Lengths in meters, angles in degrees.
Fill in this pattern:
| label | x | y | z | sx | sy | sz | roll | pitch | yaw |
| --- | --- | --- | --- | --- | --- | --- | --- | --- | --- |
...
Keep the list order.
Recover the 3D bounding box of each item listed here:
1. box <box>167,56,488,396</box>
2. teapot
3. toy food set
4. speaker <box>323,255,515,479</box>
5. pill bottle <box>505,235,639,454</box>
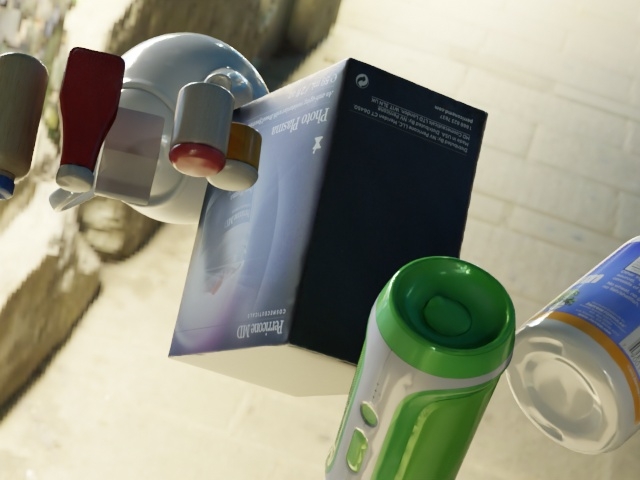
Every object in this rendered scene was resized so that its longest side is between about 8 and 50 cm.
| label | x | y | z | sx | sy | sz | roll | pitch | yaw |
| --- | --- | --- | --- | --- | --- | --- | --- | --- | --- |
| box | 0.000 | 0.000 | 1.431 | 0.183 | 0.294 | 0.296 | 18 | -16 | -26 |
| teapot | -0.193 | -0.123 | 1.654 | 0.252 | 0.256 | 0.187 | 22 | 27 | 25 |
| toy food set | -0.153 | -0.056 | 0.938 | 0.232 | 0.111 | 0.104 | 12 | 65 | -13 |
| speaker | 0.083 | 0.150 | 1.223 | 0.131 | 0.296 | 0.131 | 7 | 46 | -7 |
| pill bottle | 0.327 | 0.086 | 1.403 | 0.152 | 0.152 | 0.272 | 32 | 49 | 32 |
